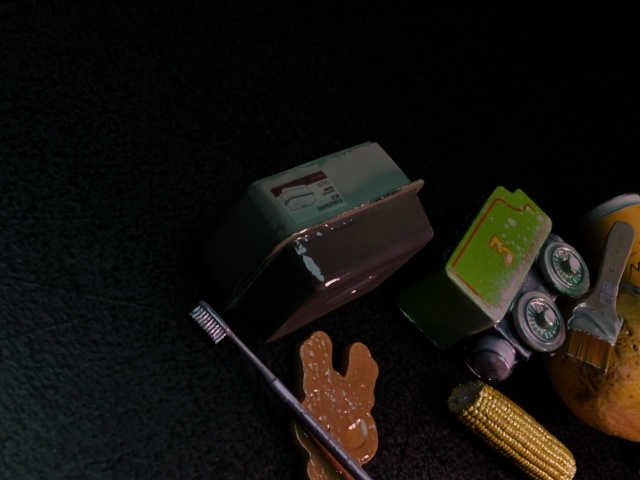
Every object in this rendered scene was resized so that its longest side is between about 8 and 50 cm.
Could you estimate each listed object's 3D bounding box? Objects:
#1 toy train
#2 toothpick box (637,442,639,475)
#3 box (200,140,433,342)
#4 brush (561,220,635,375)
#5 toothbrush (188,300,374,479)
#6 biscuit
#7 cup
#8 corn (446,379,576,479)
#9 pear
[{"bbox_3d":[0.285,0.068,1.401,0.249,0.173,0.307,44,50,-5],"label":"toy train"},{"bbox_3d":[0.642,0.361,1.597,0.101,0.101,0.153,29,55,-26],"label":"toothpick box"},{"bbox_3d":[0.000,0.000,1.163,0.290,0.220,0.166,-24,75,-41],"label":"box"},{"bbox_3d":[0.457,0.076,1.380,0.085,0.020,0.336,24,48,9],"label":"brush"},{"bbox_3d":[-0.044,0.215,1.131,0.354,0.024,0.029,47,63,-2],"label":"toothbrush"},{"bbox_3d":[0.019,0.247,1.191,0.144,0.040,0.236,16,64,-24],"label":"biscuit"},{"bbox_3d":[0.611,0.060,1.657,0.196,0.196,0.279,-5,66,-40],"label":"cup"},{"bbox_3d":[0.309,0.309,1.367,0.248,0.081,0.081,40,51,-19],"label":"corn"},{"bbox_3d":[0.514,0.208,1.462,0.271,0.271,0.271,16,62,-33],"label":"pear"}]
